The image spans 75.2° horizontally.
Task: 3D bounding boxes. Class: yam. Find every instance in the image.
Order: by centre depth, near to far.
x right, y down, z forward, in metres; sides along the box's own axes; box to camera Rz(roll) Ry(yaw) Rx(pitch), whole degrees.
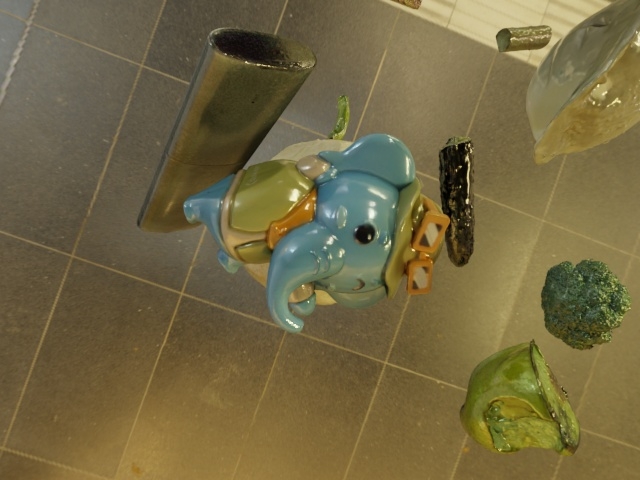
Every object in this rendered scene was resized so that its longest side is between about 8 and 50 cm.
[{"bbox_3d":[0.585,-0.583,1.204,0.169,0.068,0.069,-15,93,-21],"label":"yam"}]

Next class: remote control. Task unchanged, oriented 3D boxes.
[{"bbox_3d":[-0.139,-0.098,0.503,0.107,0.377,0.044,-14,77,-36],"label":"remote control"}]

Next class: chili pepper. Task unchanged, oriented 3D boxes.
[{"bbox_3d":[0.065,-0.385,1.346,0.051,0.050,0.202,6,63,14],"label":"chili pepper"}]

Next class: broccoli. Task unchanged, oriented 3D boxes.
[{"bbox_3d":[0.775,0.183,1.217,0.269,0.270,0.270,9,91,-22],"label":"broccoli"}]

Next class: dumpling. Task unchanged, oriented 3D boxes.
[{"bbox_3d":[0.383,-0.225,0.544,0.175,0.227,0.244,10,63,7],"label":"dumpling"}]

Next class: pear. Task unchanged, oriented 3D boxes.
[{"bbox_3d":[0.444,0.390,1.001,0.255,0.164,0.239,-25,98,36],"label":"pear"}]

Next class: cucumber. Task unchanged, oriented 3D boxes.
[{"bbox_3d":[0.301,-0.070,0.912,0.072,0.081,0.304,-2,113,19],"label":"cucumber"}]

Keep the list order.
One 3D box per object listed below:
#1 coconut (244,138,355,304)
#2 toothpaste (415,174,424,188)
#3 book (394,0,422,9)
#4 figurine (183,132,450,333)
[{"bbox_3d":[0.008,-0.050,0.925,0.414,0.415,0.345,1,106,-5],"label":"coconut"},{"bbox_3d":[0.173,-0.108,1.234,0.282,0.099,0.069,-28,90,7],"label":"toothpaste"},{"bbox_3d":[0.260,-0.917,1.169,0.299,0.039,0.428,-9,129,-39],"label":"book"},{"bbox_3d":[0.000,-0.003,0.443,0.261,0.154,0.180,-9,90,5],"label":"figurine"}]
